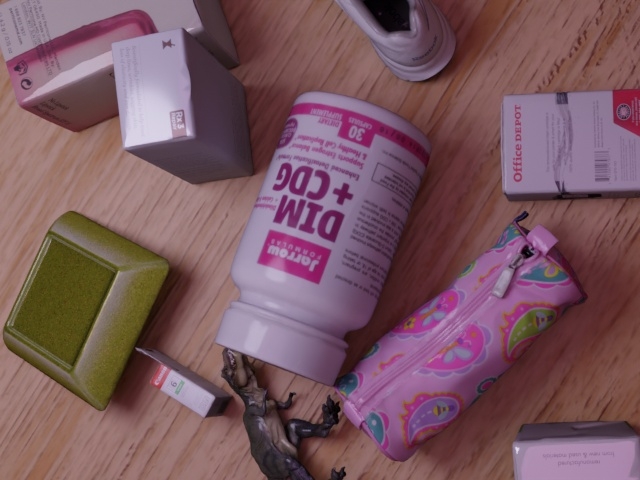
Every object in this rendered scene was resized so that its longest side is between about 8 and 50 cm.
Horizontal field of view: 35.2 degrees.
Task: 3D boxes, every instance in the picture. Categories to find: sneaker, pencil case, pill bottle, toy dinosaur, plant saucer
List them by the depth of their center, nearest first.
[{"bbox_3d":[0.148,0.103,1.066,0.284,0.124,0.124,-43,77,6],"label":"pencil case"},{"bbox_3d":[0.000,0.000,1.075,0.160,0.160,0.283,18,81,14],"label":"pill bottle"},{"bbox_3d":[-0.031,0.239,1.122,0.118,0.064,0.268,-18,83,26],"label":"toy dinosaur"},{"bbox_3d":[0.038,-0.311,1.133,0.111,0.129,0.297,-45,76,6],"label":"sneaker"},{"bbox_3d":[-0.287,0.073,1.172,0.188,0.045,0.188,24,89,33],"label":"plant saucer"}]

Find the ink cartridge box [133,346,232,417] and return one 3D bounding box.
[{"bbox_3d":[-0.163,0.162,1.156,0.115,0.063,0.029,28,89,15],"label":"ink cartridge box"}]

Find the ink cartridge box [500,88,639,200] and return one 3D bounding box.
[{"bbox_3d":[0.272,-0.101,1.091,0.150,0.063,0.109,-1,84,13],"label":"ink cartridge box"}]

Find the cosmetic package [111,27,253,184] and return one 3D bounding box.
[{"bbox_3d":[-0.144,-0.137,1.099,0.085,0.231,0.117,-9,81,11],"label":"cosmetic package"}]

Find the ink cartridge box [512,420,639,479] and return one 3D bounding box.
[{"bbox_3d":[0.260,0.359,0.968,0.119,0.207,0.354,-5,84,13],"label":"ink cartridge box"}]

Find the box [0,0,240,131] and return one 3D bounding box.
[{"bbox_3d":[-0.233,-0.235,1.173,0.232,0.148,0.127,-21,80,10],"label":"box"}]
